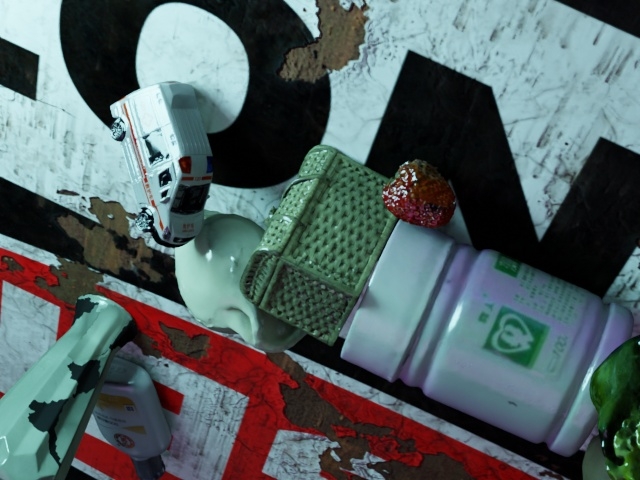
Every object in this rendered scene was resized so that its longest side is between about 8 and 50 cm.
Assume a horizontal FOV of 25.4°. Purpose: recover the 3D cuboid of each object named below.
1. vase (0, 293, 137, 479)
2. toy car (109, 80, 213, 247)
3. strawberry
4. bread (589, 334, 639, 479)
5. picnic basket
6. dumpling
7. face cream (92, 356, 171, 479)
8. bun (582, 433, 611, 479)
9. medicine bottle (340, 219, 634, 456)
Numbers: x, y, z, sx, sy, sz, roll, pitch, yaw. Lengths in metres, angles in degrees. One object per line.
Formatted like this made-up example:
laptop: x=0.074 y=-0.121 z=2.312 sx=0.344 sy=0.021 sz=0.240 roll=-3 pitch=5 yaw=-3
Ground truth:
vase: x=-0.417 y=0.251 z=2.221 sx=0.165 sy=0.360 sz=0.165 roll=17 pitch=140 yaw=15
toy car: x=-0.193 y=-0.100 z=1.837 sx=0.108 sy=0.089 sz=0.210 roll=-22 pitch=79 yaw=33
strawberry: x=0.126 y=-0.056 z=1.773 sx=0.096 sy=0.083 sz=0.083 roll=48 pitch=151 yaw=28
bread: x=0.482 y=0.228 z=1.677 sx=0.208 sy=0.251 sz=0.376 roll=-26 pitch=151 yaw=27
picnic basket: x=0.000 y=0.000 z=1.825 sx=0.154 sy=0.196 sz=0.134 roll=26 pitch=144 yaw=1
dumpling: x=-0.098 y=0.046 z=1.930 sx=0.147 sy=0.193 sz=0.258 roll=-51 pitch=57 yaw=32
face cream: x=-0.330 y=0.316 z=2.476 sx=0.144 sy=0.071 sz=0.291 roll=11 pitch=139 yaw=21
bun: x=0.440 y=0.312 z=1.973 sx=0.166 sy=0.113 sz=0.173 roll=28 pitch=127 yaw=-32
medicine bottle: x=0.213 y=0.121 z=1.820 sx=0.325 sy=0.212 sz=0.212 roll=23 pitch=142 yaw=6
